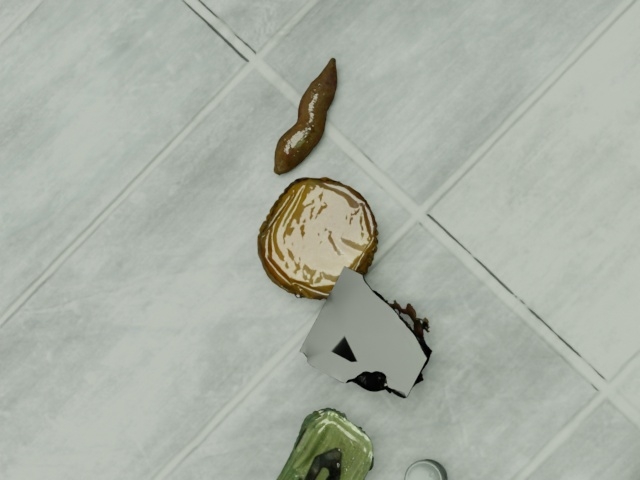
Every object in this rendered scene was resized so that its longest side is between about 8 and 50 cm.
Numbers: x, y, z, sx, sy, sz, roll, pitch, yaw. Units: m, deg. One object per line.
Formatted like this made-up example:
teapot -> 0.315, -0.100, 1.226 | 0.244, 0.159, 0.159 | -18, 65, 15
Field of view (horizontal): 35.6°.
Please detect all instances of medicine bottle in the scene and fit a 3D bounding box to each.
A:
medicine bottle -> 0.159, 0.357, 1.492 | 0.058, 0.091, 0.058 | -2, 78, 12

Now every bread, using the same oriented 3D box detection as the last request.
bread -> -0.001, -0.001, 1.593 | 0.199, 0.104, 0.199 | -1, 83, 10

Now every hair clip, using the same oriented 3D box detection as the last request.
hair clip -> -0.026, 0.408, 1.528 | 0.138, 0.091, 0.321 | 36, 99, 17

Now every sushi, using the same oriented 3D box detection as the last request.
sushi -> 0.089, 0.156, 1.516 | 0.172, 0.150, 0.153 | 27, 86, 16

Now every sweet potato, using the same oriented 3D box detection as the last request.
sweet potato -> -0.016, -0.204, 1.661 | 0.065, 0.051, 0.218 | 27, 86, 18
